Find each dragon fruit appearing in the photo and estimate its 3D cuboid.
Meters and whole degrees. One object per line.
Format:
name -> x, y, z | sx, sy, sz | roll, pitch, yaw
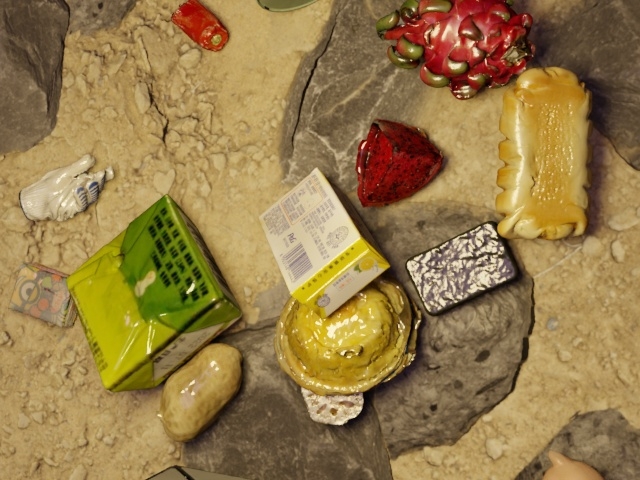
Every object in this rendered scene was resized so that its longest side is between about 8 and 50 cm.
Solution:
dragon fruit -> 0.251, -0.372, 1.390 | 0.272, 0.198, 0.218 | -10, 115, 1
dragon fruit -> 0.143, -0.144, 1.468 | 0.127, 0.121, 0.161 | 15, 122, -24

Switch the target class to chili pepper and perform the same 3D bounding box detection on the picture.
chili pepper -> -0.253, -0.453, 1.593 | 0.073, 0.070, 0.123 | -34, 69, -34

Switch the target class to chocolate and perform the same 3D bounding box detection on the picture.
chocolate -> -0.329, 0.112, 1.495 | 0.288, 0.137, 0.301 | -39, 55, 9

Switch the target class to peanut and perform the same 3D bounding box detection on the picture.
peanut -> -0.242, 0.299, 1.503 | 0.129, 0.129, 0.224 | 38, 90, 14

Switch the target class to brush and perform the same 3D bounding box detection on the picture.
brush -> 0.267, 0.054, 1.422 | 0.197, 0.059, 0.123 | -27, 81, 11

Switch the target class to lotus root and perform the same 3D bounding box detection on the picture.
lotus root -> 0.029, 0.294, 1.457 | 0.112, 0.081, 0.122 | -21, 81, 11

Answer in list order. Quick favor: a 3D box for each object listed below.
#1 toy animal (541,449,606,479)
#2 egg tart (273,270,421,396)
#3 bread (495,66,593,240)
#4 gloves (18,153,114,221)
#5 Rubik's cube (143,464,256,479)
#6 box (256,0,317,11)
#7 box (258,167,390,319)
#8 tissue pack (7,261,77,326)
toy animal -> 0.412, 0.504, 1.309 | 0.154, 0.166, 0.250 | 36, 93, 43
egg tart -> 0.048, 0.158, 1.406 | 0.290, 0.107, 0.291 | -5, 62, 10
bread -> 0.406, -0.155, 1.361 | 0.172, 0.121, 0.311 | 3, 93, -1
gloves -> -0.547, -0.111, 1.631 | 0.229, 0.097, 0.119 | -19, 86, 17
Rubik's cube -> -0.237, 0.595, 1.415 | 0.254, 0.260, 0.259 | 4, 89, 16
box -> -0.054, -0.579, 1.467 | 0.226, 0.226, 0.149 | -27, 80, 11
box -> 0.000, 0.000, 1.404 | 0.168, 0.097, 0.265 | -40, 37, 7
tissue pack -> -0.600, 0.118, 1.645 | 0.148, 0.060, 0.109 | 17, 92, 16
